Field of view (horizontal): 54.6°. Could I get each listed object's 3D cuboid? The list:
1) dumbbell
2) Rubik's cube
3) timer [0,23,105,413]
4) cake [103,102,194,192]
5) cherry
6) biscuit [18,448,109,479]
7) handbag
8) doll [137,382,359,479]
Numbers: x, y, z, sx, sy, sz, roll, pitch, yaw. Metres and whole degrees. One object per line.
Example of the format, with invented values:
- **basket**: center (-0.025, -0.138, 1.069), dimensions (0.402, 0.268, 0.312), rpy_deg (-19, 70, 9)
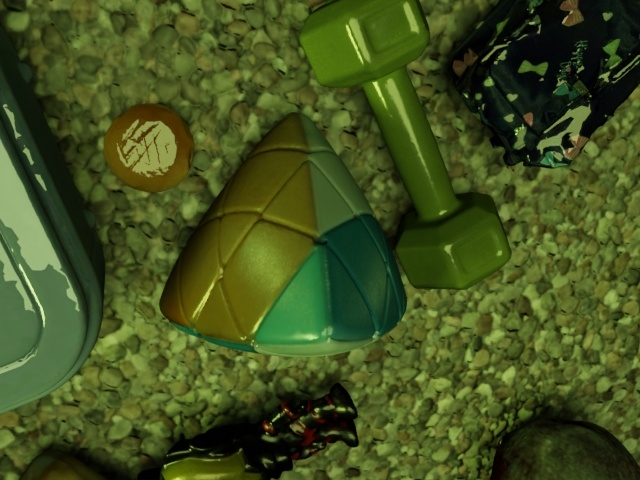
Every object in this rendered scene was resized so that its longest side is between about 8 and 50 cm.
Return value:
- **dumbbell**: center (0.087, -0.094, 0.597), dimensions (0.121, 0.108, 0.302), rpy_deg (-31, 111, -9)
- **Rubik's cube**: center (0.000, 0.000, 0.611), dimensions (0.254, 0.254, 0.255), rpy_deg (-3, 107, -10)
- **timer**: center (-0.392, -0.012, 0.493), dimensions (0.394, 0.173, 0.395), rpy_deg (-5, 109, -15)
- **cake**: center (-0.160, -0.088, 0.588), dimensions (0.084, 0.044, 0.084), rpy_deg (-2, 106, -8)
- **cherry**: center (0.292, 0.303, 0.729), dimensions (0.195, 0.195, 0.195), rpy_deg (-3, 107, -10)
- **biscuit**: center (-0.232, 0.386, 0.667), dimensions (0.290, 0.062, 0.237), rpy_deg (31, 100, 6)
- **handbag**: center (0.246, -0.194, 0.595), dimensions (0.162, 0.113, 0.260), rpy_deg (39, 93, -24)
- **doll**: center (-0.078, 0.235, 0.681), dimensions (0.248, 0.088, 0.127), rpy_deg (-15, 109, -10)
